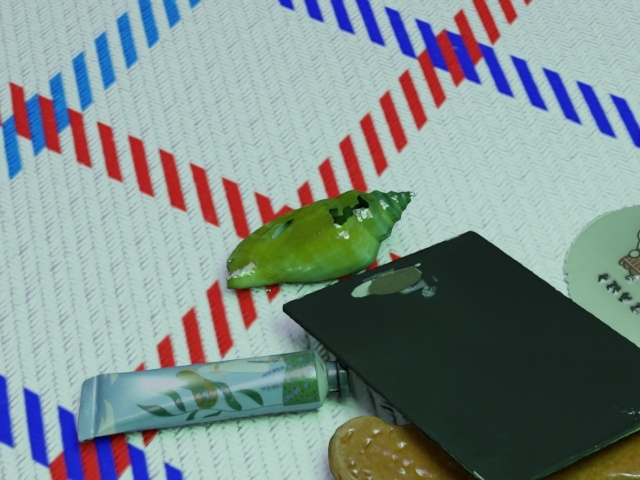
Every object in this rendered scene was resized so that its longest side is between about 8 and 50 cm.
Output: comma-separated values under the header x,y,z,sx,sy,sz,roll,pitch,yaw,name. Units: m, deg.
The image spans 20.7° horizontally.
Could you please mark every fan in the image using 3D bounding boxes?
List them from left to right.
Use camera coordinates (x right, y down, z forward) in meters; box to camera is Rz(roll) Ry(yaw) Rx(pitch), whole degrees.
x,y,z,sx,sy,sz,roll,pitch,yaw,name
0.391,-0.002,1.766,0.329,0.009,0.191,-31,54,-18,fan

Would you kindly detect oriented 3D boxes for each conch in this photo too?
x,y,z,sx,sy,sz,roll,pitch,yaw,name
0.001,-0.003,1.761,0.201,0.079,0.095,-11,28,3,conch

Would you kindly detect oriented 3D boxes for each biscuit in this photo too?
x,y,z,sx,sy,sz,roll,pitch,yaw,name
0.184,0.205,1.572,0.324,0.049,0.205,-19,50,-15,biscuit

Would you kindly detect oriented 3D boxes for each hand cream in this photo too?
x,y,z,sx,sy,sz,roll,pitch,yaw,name
-0.100,0.145,1.641,0.256,0.055,0.088,-8,41,2,hand cream

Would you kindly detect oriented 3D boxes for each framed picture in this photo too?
x,y,z,sx,sy,sz,roll,pitch,yaw,name
0.154,0.103,1.633,0.244,0.013,0.324,-20,39,-30,framed picture
